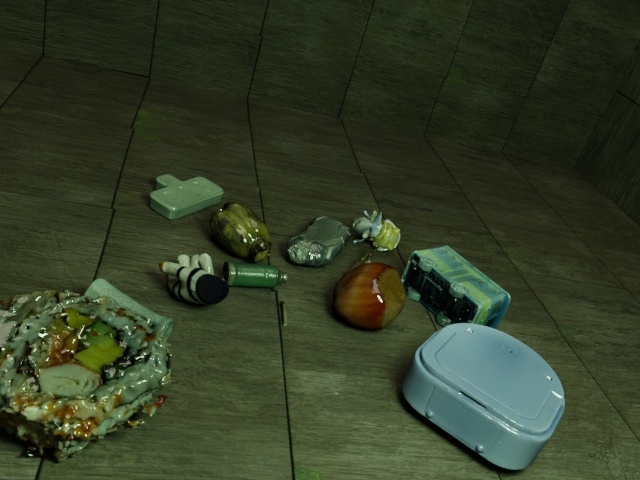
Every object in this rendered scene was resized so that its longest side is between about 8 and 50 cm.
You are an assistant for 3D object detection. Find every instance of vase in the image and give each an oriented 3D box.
[{"bbox_3d":[-0.473,0.182,1.550,0.220,0.096,0.096,25,30,8],"label":"vase"}]

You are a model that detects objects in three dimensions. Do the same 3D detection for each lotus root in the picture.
[{"bbox_3d":[-0.236,-0.017,1.965,0.154,0.154,0.278,-14,41,-43],"label":"lotus root"}]

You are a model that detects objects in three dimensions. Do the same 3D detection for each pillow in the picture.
[{"bbox_3d":[0.000,0.000,2.109,0.162,0.092,0.335,20,29,14],"label":"pillow"}]

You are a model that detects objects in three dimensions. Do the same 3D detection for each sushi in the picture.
[{"bbox_3d":[-0.506,0.256,1.313,0.418,0.175,0.417,13,30,-8],"label":"sushi"}]

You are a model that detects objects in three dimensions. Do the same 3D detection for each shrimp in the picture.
[{"bbox_3d":[0.149,0.118,2.023,0.117,0.066,0.262,38,47,6],"label":"shrimp"}]

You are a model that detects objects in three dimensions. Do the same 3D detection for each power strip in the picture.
[{"bbox_3d":[-0.486,-0.166,2.164,0.194,0.059,0.265,30,32,21],"label":"power strip"}]

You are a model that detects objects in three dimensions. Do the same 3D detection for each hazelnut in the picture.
[{"bbox_3d":[0.144,0.169,1.831,0.186,0.210,0.210,36,25,-17],"label":"hazelnut"}]

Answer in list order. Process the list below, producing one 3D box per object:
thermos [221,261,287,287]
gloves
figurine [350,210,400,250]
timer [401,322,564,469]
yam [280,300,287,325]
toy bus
[{"bbox_3d":[-0.193,0.108,1.854,0.188,0.083,0.073,6,53,-23],"label":"thermos"},{"bbox_3d":[-0.353,0.112,1.723,0.140,0.131,0.219,-13,11,-39],"label":"gloves"},{"bbox_3d":[0.196,-0.033,2.216,0.184,0.128,0.208,21,-8,2],"label":"figurine"},{"bbox_3d":[0.430,0.379,1.611,0.395,0.173,0.395,12,29,-7],"label":"timer"},{"bbox_3d":[-0.105,0.205,1.782,0.014,0.014,0.107,9,30,-14],"label":"yam"},{"bbox_3d":[0.424,0.160,2.005,0.190,0.151,0.312,-8,37,-37],"label":"toy bus"}]
